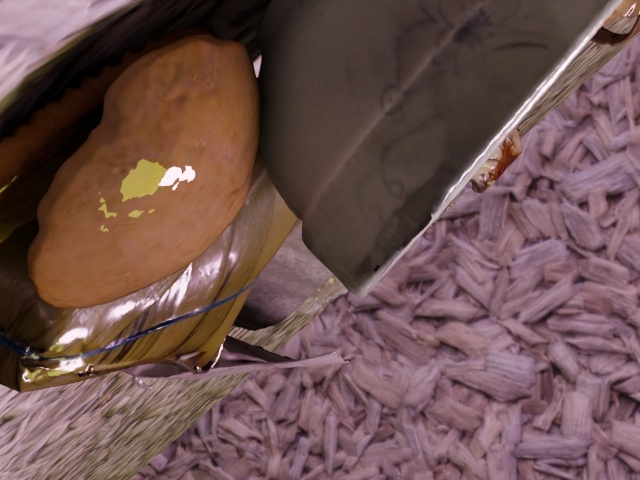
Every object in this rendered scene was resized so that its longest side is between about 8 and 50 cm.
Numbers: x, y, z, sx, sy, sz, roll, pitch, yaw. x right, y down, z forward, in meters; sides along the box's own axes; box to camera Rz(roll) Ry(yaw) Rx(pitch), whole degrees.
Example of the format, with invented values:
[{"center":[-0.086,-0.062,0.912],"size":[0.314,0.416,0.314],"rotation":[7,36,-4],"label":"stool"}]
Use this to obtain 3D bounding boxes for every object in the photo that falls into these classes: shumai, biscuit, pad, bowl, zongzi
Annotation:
[{"center":[0.155,-0.109,2.154],"size":[0.201,0.120,0.201],"rotation":[-40,177,-2],"label":"shumai"},{"center":[-0.130,-0.064,1.117],"size":[0.176,0.031,0.228],"rotation":[-40,175,13],"label":"biscuit"},{"center":[-0.004,-0.022,1.553],"size":[0.323,0.055,0.250],"rotation":[-25,153,31],"label":"pad"},{"center":[0.072,-0.126,1.174],"size":[0.307,0.163,0.307],"rotation":[-47,175,-5],"label":"bowl"},{"center":[-0.095,-0.038,1.235],"size":[0.289,0.123,0.260],"rotation":[-57,160,16],"label":"zongzi"}]

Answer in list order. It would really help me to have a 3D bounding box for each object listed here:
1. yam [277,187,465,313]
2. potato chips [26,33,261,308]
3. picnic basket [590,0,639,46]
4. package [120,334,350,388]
[{"center":[0.026,-0.043,1.729],"size":[0.254,0.154,0.154],"rotation":[-43,174,10],"label":"yam"},{"center":[-0.084,-0.032,1.079],"size":[0.195,0.062,0.208],"rotation":[-42,165,-37],"label":"potato chips"},{"center":[0.236,-0.239,1.606],"size":[0.138,0.128,0.178],"rotation":[-35,156,-20],"label":"picnic basket"},{"center":[-0.104,0.103,1.713],"size":[0.204,0.251,0.062],"rotation":[21,76,-84],"label":"package"}]
